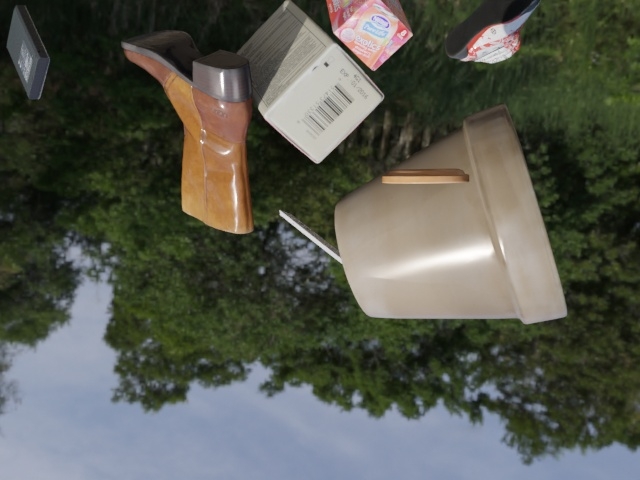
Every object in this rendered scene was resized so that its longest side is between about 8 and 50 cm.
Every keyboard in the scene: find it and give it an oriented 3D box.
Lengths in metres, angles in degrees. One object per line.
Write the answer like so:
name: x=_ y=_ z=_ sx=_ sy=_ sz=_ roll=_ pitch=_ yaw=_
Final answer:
keyboard: x=0.000 y=0.000 z=1.799 sx=0.256 sy=0.014 sz=0.072 roll=38 pitch=-166 yaw=23

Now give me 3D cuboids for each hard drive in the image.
hard drive: x=-0.506 y=-0.325 z=1.226 sx=0.022 sy=0.094 sz=0.135 roll=-10 pitch=-121 yaw=-39

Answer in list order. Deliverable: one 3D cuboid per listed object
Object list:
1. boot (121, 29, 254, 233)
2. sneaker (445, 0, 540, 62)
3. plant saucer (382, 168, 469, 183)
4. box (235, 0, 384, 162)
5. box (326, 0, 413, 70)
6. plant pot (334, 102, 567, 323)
boot: x=-0.203 y=-0.172 z=1.114 sx=0.264 sy=0.280 sz=0.096 roll=22 pitch=-141 yaw=25
sneaker: x=0.419 y=-0.487 z=1.593 sx=0.145 sy=0.090 sz=0.270 roll=-1 pitch=162 yaw=-35
plant saucer: x=0.101 y=-0.062 z=0.685 sx=0.084 sy=0.013 sz=0.083 roll=0 pitch=-174 yaw=0
box: x=-0.028 y=-0.252 z=1.111 sx=0.127 sy=0.148 sz=0.232 roll=38 pitch=-167 yaw=-36
box: x=0.122 y=-0.597 z=1.860 sx=0.154 sy=0.142 sz=0.299 roll=38 pitch=-154 yaw=-29
plant pot: x=0.184 y=-0.010 z=1.062 sx=0.281 sy=0.323 sz=0.323 roll=-16 pitch=-173 yaw=16
